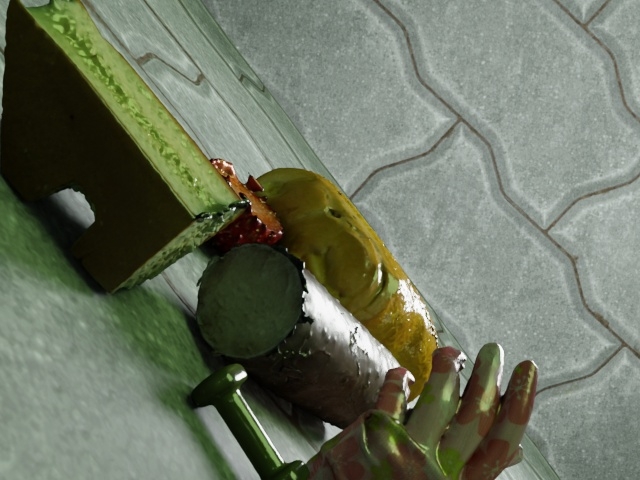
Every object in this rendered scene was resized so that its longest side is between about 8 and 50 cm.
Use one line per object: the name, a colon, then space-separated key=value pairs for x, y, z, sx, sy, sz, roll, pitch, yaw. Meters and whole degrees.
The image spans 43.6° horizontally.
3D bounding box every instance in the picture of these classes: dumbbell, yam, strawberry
dumbbell: x=-0.058 y=0.160 z=0.660 sx=0.118 sy=0.046 sz=0.052 roll=56 pitch=14 yaw=10
yam: x=-0.012 y=0.114 z=0.842 sx=0.279 sy=0.131 sz=0.131 roll=47 pitch=11 yaw=-50
strawberry: x=-0.112 y=-0.036 z=0.991 sx=0.145 sy=0.086 sz=0.145 roll=54 pitch=11 yaw=-15

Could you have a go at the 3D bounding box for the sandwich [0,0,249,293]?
sandwich: x=-0.185 y=-0.079 z=0.669 sx=0.235 sy=0.128 sz=0.122 roll=52 pitch=13 yaw=-3

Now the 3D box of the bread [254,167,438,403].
bread: x=0.040 y=0.052 z=1.158 sx=0.328 sy=0.148 sz=0.337 roll=61 pitch=3 yaw=40

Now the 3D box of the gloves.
gloves: x=0.098 y=0.188 z=0.718 sx=0.145 sy=0.241 sz=0.126 roll=54 pitch=9 yaw=-1
